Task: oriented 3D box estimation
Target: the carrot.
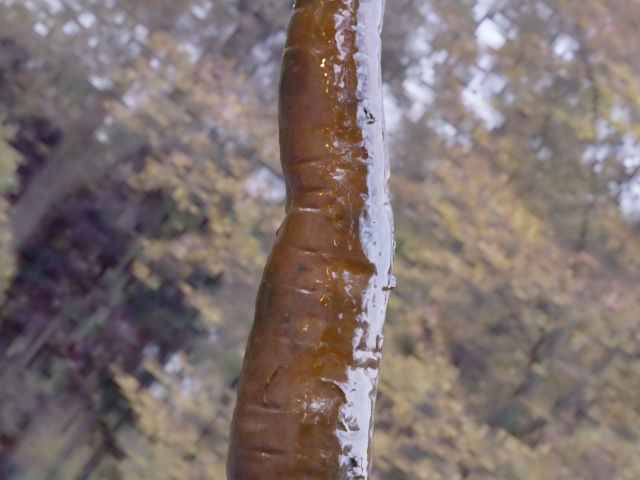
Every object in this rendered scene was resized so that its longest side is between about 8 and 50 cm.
[{"bbox_3d":[0.002,0.000,0.440,0.035,0.165,0.035,7,-4,1],"label":"carrot"}]
